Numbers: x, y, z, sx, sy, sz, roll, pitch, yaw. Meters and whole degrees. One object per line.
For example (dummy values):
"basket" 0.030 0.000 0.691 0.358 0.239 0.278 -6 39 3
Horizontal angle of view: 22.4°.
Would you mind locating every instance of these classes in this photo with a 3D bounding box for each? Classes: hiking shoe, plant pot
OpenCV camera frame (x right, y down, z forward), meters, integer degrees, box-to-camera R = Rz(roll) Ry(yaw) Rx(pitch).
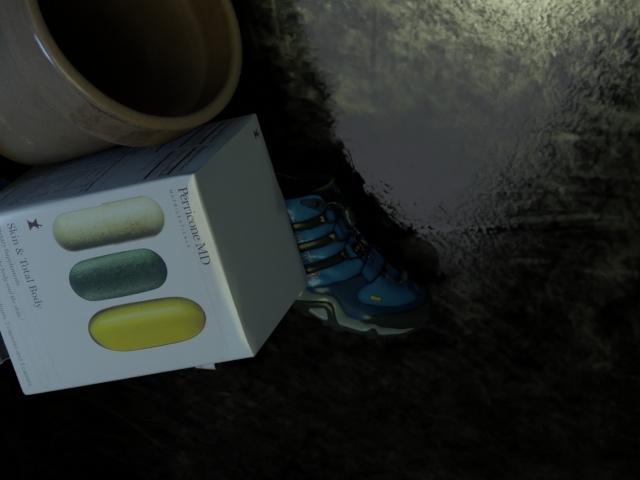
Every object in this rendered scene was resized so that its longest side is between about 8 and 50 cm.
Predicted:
"hiking shoe" 0.000 0.000 1.760 0.304 0.113 0.132 28 121 -7
"plant pot" -0.246 -0.184 1.638 0.263 0.263 0.229 44 134 -16

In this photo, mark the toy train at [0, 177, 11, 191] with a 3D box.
"toy train" -0.397 -0.033 1.827 0.105 0.080 0.184 -14 116 23

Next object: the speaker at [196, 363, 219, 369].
"speaker" -0.183 0.119 1.892 0.136 0.055 0.055 4 120 6

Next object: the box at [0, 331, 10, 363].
"box" -0.454 -0.031 1.760 0.293 0.073 0.295 14 127 41

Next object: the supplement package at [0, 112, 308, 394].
"supplement package" -0.184 0.013 1.659 0.263 0.198 0.199 -11 107 20
